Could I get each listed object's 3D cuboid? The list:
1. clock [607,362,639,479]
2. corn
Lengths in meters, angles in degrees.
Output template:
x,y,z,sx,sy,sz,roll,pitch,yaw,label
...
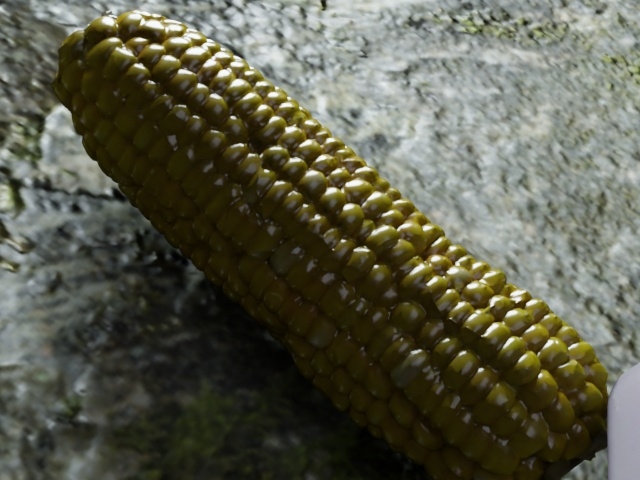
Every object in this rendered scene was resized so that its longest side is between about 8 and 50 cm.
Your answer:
x,y,z,sx,sy,sz,roll,pitch,yaw,label
0.241,0.204,0.517,0.322,0.113,0.295,36,39,-21,clock
-0.001,0.003,0.625,0.313,0.102,0.102,42,45,13,corn
